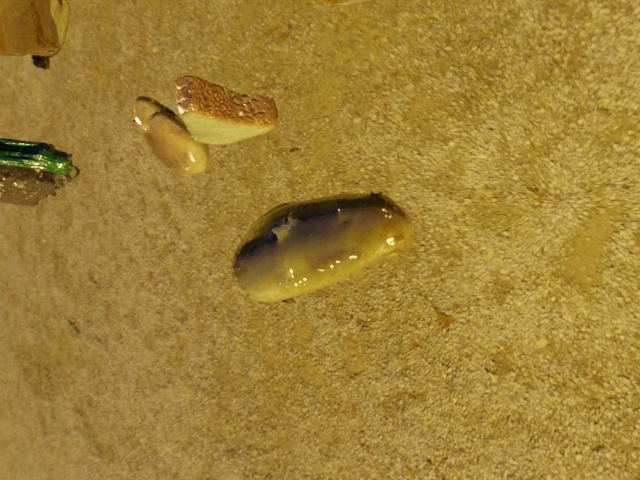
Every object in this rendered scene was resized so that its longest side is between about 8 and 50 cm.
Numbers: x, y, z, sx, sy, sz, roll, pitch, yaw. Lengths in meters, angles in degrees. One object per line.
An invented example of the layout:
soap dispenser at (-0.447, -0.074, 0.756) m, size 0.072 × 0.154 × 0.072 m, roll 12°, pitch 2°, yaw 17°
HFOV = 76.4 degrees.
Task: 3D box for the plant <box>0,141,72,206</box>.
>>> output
plant at (-0.970, -0.216, 1.354) m, size 0.199 × 0.276 × 0.188 m, roll -30°, pitch 89°, yaw 23°

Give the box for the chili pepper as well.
chili pepper at (-0.783, -0.226, 1.090) m, size 0.100 × 0.257 × 0.074 m, roll -109°, pitch 33°, yaw -52°

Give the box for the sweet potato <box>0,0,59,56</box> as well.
sweet potato at (-0.459, -0.382, 0.546) m, size 0.158 × 0.158 × 0.369 m, roll 59°, pitch 146°, yaw 13°

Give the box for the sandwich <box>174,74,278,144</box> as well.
sandwich at (-0.282, -0.310, 1.013) m, size 0.254 × 0.288 × 0.099 m, roll 1°, pitch 96°, yaw 34°

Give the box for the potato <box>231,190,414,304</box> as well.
potato at (0.000, 0.000, 0.413) m, size 0.188 × 0.085 × 0.105 m, roll -13°, pitch 62°, yaw 3°

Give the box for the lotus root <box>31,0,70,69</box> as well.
lotus root at (-0.635, -0.489, 0.934) m, size 0.077 × 0.090 × 0.183 m, roll 18°, pitch 96°, yaw 7°

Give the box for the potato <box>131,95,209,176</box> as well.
potato at (-0.483, -0.327, 1.300) m, size 0.296 × 0.141 × 0.191 m, roll 50°, pitch 154°, yaw -8°
